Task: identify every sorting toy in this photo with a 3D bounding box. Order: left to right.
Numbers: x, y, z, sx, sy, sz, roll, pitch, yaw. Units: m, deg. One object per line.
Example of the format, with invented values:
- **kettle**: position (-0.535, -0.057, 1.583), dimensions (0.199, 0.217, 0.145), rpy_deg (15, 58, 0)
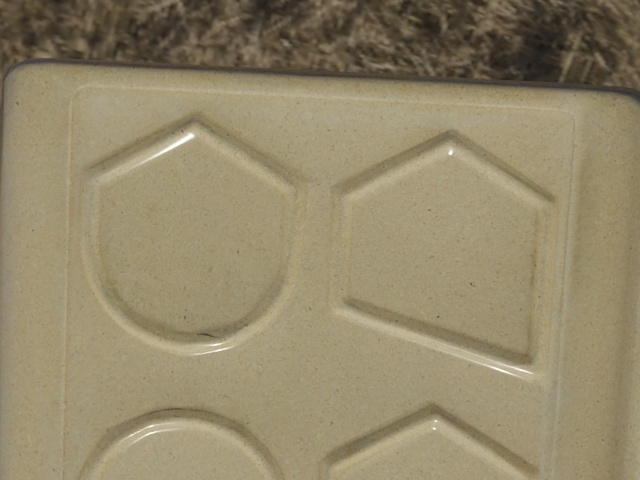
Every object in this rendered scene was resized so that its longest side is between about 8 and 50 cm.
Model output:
- **sorting toy**: position (0.000, 0.000, 0.427), dimensions (0.229, 0.041, 0.307), rpy_deg (4, 97, 5)
